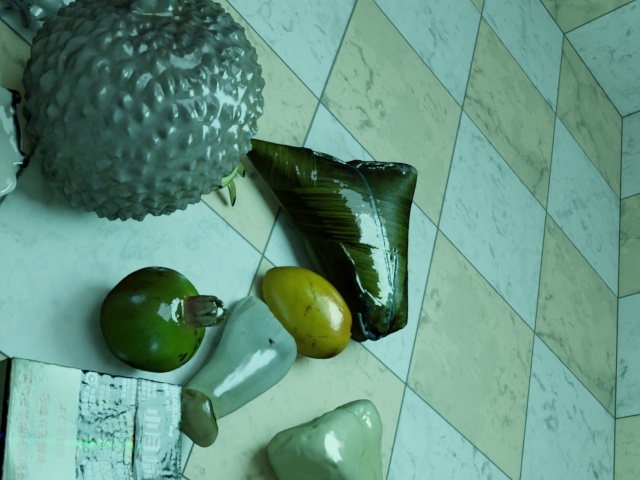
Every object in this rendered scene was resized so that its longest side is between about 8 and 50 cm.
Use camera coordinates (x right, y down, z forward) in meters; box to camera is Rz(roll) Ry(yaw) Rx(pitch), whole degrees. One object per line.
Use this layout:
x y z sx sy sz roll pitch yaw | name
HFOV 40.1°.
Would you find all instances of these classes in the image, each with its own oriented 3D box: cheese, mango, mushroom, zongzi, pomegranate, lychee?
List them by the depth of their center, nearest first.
-0.287 -0.225 1.408 0.380 0.432 0.380 12 42 -10 | lychee
-0.249 0.127 1.429 0.180 0.210 0.179 25 62 -59 | pomegranate
-0.163 0.235 1.577 0.159 0.122 0.329 32 37 12 | mushroom
0.013 0.392 1.646 0.248 0.174 0.251 44 44 -41 | cheese
-0.029 0.138 1.752 0.219 0.145 0.112 50 -1 -3 | mango
0.000 0.000 1.831 0.432 0.208 0.403 13 70 -31 | zongzi

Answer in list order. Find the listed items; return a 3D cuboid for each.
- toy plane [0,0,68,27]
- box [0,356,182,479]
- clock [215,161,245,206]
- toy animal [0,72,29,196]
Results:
-0.526 -0.461 1.456 0.182 0.107 0.273 -43 109 -40 | toy plane
-0.353 0.300 1.321 0.310 0.084 0.198 20 58 -44 | box
-0.227 -0.167 1.711 0.232 0.069 0.170 41 45 -32 | clock
-0.537 -0.151 1.260 0.204 0.156 0.208 -5 84 -53 | toy animal
